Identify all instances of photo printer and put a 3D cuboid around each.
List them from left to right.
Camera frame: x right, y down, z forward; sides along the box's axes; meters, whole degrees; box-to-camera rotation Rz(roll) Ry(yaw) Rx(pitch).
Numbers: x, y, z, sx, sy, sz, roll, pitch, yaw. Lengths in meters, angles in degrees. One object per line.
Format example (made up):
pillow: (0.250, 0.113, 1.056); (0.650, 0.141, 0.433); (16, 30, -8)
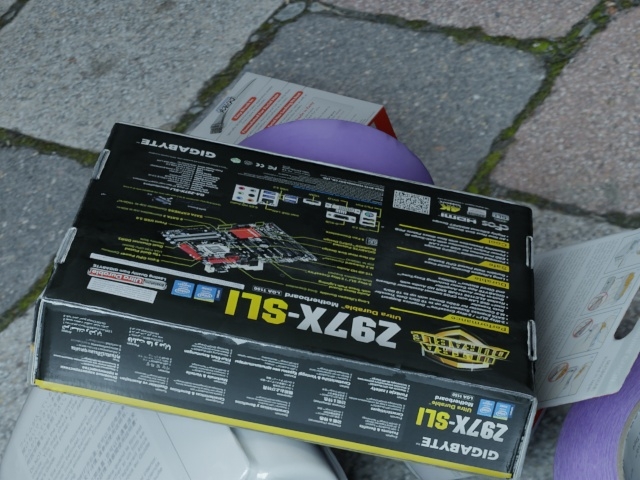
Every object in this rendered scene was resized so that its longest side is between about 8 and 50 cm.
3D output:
photo printer: (-0.122, 0.167, 1.342); (0.256, 0.107, 0.307); (-59, 37, 18)

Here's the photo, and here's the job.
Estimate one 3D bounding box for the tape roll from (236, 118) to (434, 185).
tape roll: (0.000, 0.000, 1.481); (0.189, 0.189, 0.080); (-13, 41, 13)

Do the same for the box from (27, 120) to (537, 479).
box: (-0.015, 0.034, 1.284); (0.322, 0.079, 0.257); (11, 31, -1)

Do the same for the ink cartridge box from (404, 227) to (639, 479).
ink cartridge box: (0.174, 0.078, 1.346); (0.232, 0.066, 0.189); (-13, 34, 47)

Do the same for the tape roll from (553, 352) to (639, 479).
tape roll: (0.297, 0.163, 1.240); (0.274, 0.090, 0.275); (-13, 41, 12)

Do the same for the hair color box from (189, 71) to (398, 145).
hair color box: (-0.025, -0.091, 1.697); (0.167, 0.053, 0.093); (18, 57, 37)
